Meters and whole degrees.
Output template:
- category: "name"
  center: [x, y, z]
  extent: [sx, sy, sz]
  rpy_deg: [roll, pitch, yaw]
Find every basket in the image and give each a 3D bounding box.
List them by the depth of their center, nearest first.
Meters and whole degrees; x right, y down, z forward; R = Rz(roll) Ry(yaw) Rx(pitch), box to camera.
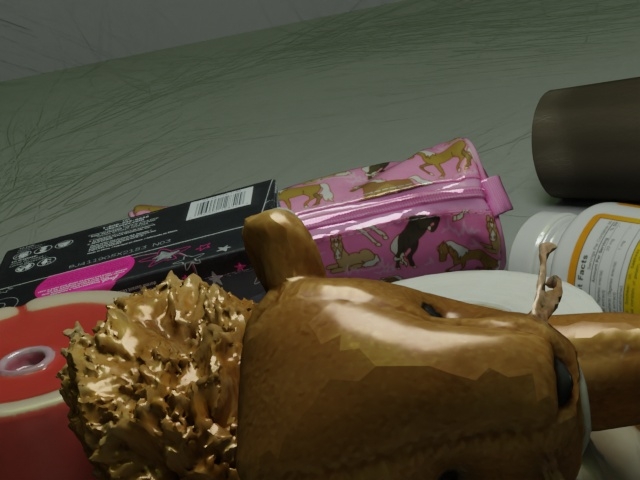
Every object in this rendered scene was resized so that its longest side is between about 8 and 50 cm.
- category: "basket"
  center: [0.367, -0.115, 1.727]
  extent: [0.227, 0.154, 0.204]
  rpy_deg: [-1, 22, 34]

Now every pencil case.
- category: "pencil case"
  center: [0.000, 0.000, 1.593]
  extent: [0.386, 0.160, 0.167]
  rpy_deg: [-12, 29, -5]

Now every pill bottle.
- category: "pill bottle"
  center: [0.294, 0.038, 1.374]
  extent: [0.136, 0.136, 0.246]
  rpy_deg: [-28, 26, -37]

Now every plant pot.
- category: "plant pot"
  center: [-0.177, 0.184, 1.088]
  extent: [0.275, 0.243, 0.275]
  rpy_deg: [-10, 21, 4]

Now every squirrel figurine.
- category: "squirrel figurine"
  center: [0.024, 0.138, 0.848]
  extent: [0.397, 0.281, 0.370]
  rpy_deg: [-5, -20, 27]

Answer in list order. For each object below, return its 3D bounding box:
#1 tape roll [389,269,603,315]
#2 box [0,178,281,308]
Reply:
- category: "tape roll"
  center: [0.104, 0.126, 1.295]
  extent: [0.286, 0.100, 0.286]
  rpy_deg: [-9, 21, 4]
- category: "box"
  center: [-0.136, 0.066, 1.266]
  extent: [0.247, 0.142, 0.163]
  rpy_deg: [-14, 20, 6]
